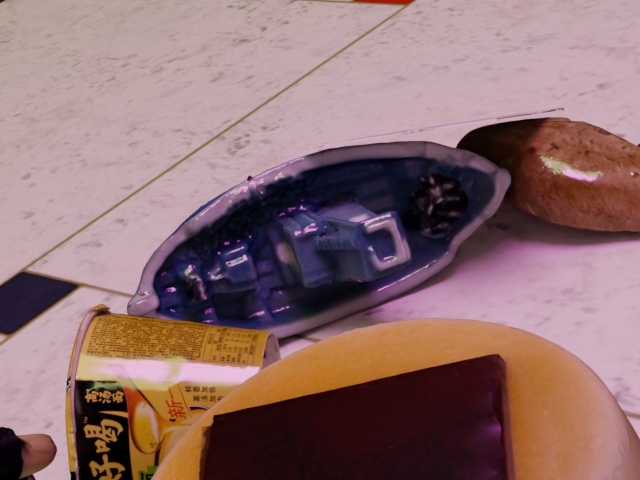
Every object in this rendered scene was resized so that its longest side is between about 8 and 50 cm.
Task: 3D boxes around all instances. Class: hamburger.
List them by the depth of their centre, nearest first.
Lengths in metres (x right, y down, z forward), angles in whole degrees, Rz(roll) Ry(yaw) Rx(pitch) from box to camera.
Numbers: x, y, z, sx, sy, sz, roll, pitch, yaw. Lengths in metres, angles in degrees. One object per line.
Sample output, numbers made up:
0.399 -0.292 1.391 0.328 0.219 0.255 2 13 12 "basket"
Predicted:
0.047 0.173 0.834 0.302 0.170 0.302 -15 30 9 "hamburger"

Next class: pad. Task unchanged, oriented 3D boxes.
0.094 -0.089 1.285 0.156 0.004 0.232 -7 4 20 "pad"

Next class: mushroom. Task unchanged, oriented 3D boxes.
0.176 -0.055 1.293 0.094 0.072 0.210 -15 22 -30 "mushroom"

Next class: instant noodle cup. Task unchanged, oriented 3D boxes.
-0.088 0.115 1.057 0.122 0.151 0.151 -1 29 4 "instant noodle cup"

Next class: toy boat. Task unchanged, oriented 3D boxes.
0.000 0.000 1.224 0.309 0.129 0.142 -19 13 -13 "toy boat"

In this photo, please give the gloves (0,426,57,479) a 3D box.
-0.312 0.188 1.049 0.301 0.152 0.197 -15 51 -30 "gloves"
